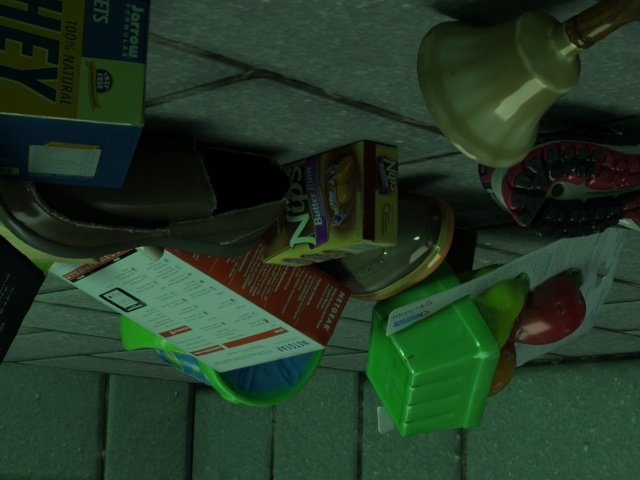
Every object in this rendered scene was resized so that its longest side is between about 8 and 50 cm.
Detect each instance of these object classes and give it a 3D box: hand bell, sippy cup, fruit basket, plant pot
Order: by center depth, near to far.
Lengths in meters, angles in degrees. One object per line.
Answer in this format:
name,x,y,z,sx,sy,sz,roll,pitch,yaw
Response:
hand bell,0.194,-0.157,1.030,0.126,0.126,0.242,10,153,-37
fruit basket,0.227,0.096,1.832,0.353,0.165,0.327,-29,153,-17
plant pot,0.133,0.029,1.920,0.109,0.109,0.096,12,176,-43
sippy cup,-0.145,0.123,2.167,0.224,0.240,0.305,4,150,50

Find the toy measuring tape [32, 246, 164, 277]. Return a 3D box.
toy measuring tape,-0.322,0.027,1.617,0.330,0.121,0.121,8,175,36

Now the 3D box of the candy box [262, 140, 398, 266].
candy box,0.008,-0.036,1.568,0.053,0.109,0.187,9,166,-34

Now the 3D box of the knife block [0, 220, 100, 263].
knife block,-0.383,-0.031,1.577,0.276,0.088,0.242,19,159,-14

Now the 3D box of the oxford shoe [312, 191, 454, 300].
oxford shoe,0.000,0.000,1.724,0.364,0.130,0.133,-9,159,44

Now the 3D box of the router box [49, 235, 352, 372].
router box,-0.169,0.044,1.765,0.301,0.082,0.335,33,158,-18

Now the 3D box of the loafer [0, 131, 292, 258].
loafer,-0.174,-0.066,1.464,0.366,0.134,0.130,0,152,-47

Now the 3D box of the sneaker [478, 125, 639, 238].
sneaker,0.302,-0.066,1.427,0.299,0.121,0.112,5,-163,-23

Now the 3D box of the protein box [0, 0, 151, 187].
protein box,-0.231,-0.130,1.045,0.200,0.136,0.201,4,169,-11

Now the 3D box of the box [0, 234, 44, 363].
box,-0.489,-0.002,0.912,0.480,0.297,0.472,27,172,5
